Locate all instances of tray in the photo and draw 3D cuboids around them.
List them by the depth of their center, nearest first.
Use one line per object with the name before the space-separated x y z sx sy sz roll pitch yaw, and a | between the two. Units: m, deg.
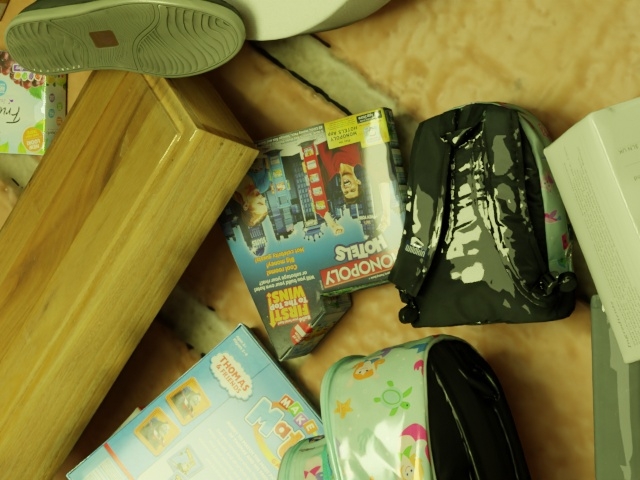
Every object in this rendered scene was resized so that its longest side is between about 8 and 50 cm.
tray | -0.223 0.024 1.531 0.411 0.076 0.203 -56 40 18

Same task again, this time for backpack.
backpack | 0.078 0.207 1.357 0.191 0.225 0.253 -11 84 22
backpack | 0.134 -0.023 1.374 0.152 0.115 0.182 -5 90 16

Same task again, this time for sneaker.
sneaker | -0.157 -0.207 1.457 0.222 0.118 0.083 2 134 22

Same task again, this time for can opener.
can opener | 0.257 0.061 1.338 0.093 0.074 0.280 5 95 27

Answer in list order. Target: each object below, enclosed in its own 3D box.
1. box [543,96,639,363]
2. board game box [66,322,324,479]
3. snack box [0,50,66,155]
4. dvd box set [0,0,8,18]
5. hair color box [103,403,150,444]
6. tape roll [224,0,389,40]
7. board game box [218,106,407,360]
box | 0.289 -0.025 1.246 0.181 0.119 0.181 -19 83 -13
board game box | -0.098 0.203 1.509 0.211 0.039 0.160 -41 74 2
snack box | -0.315 -0.135 1.639 0.141 0.037 0.100 4 96 27
dvd box set | -0.309 -0.394 1.472 0.062 0.308 0.420 33 106 20
hair color box | -0.138 0.226 1.566 0.072 0.043 0.141 -46 74 21
tape roll | -0.045 -0.361 1.398 0.392 0.072 0.392 15 112 43
board game box | 0.000 0.000 1.474 0.194 0.060 0.194 -13 88 27
